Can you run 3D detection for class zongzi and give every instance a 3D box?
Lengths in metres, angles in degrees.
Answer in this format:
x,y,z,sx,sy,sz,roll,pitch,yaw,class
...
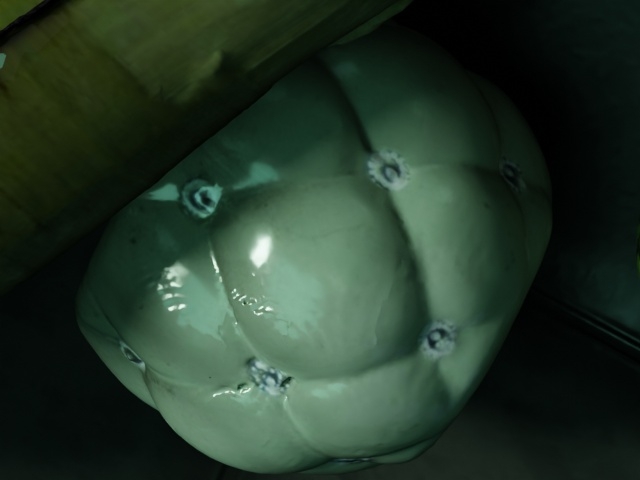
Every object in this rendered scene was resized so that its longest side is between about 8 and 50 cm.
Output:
x,y,z,sx,sy,sz,roll,pitch,yaw,class
-0.201,-0.150,0.797,0.356,0.174,0.393,-38,64,0,zongzi

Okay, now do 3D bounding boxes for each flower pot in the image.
x,y,z,sx,sy,sz,roll,pitch,yaw,class
0.000,0.000,0.904,0.195,0.246,0.246,27,126,-4,flower pot

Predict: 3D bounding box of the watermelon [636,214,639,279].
x,y,z,sx,sy,sz,roll,pitch,yaw,class
0.215,0.012,0.872,0.141,0.140,0.187,40,130,-2,watermelon
